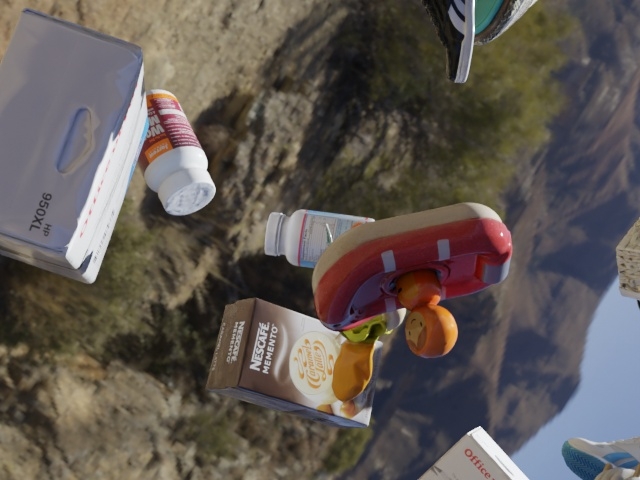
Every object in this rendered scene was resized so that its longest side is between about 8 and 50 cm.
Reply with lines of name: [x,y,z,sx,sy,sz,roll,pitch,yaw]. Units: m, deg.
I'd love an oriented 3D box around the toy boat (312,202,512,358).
toy boat: [0.109,0.061,1.062,0.151,0.231,0.151,78,0,-62]

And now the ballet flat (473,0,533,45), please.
ballet flat: [0.312,-0.514,1.651,0.164,0.182,0.482,-36,-132,40]

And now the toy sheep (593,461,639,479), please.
toy sheep: [0.405,0.343,1.265,0.091,0.091,0.132,-53,-170,-28]

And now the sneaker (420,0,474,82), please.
sneaker: [0.159,-0.336,1.360,0.079,0.121,0.217,-69,160,-79]

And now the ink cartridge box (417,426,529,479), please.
ink cartridge box: [0.318,0.588,2.118,0.283,0.207,0.117,-47,162,16]

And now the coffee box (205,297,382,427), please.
coffee box: [-0.036,0.194,1.471,0.098,0.246,0.141,-15,-121,54]

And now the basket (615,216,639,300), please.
basket: [0.569,0.014,1.551,0.167,0.113,0.103,-42,124,-31]

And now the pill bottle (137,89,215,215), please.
pill bottle: [-0.284,-0.163,1.767,0.121,0.221,0.121,-23,155,-12]

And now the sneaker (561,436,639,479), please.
sneaker: [0.549,0.401,1.721,0.087,0.229,0.092,106,4,-53]

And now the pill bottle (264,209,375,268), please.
pill bottle: [0.000,0.000,1.437,0.087,0.160,0.087,8,90,-85]

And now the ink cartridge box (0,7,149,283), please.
ink cartridge box: [-0.364,-0.111,1.338,0.395,0.166,0.285,141,-33,-78]

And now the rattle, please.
rattle: [0.027,0.087,1.193,0.143,0.130,0.199,-48,156,-22]

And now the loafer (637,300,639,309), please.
loafer: [0.651,0.038,1.790,0.267,0.096,0.084,-51,131,-43]
